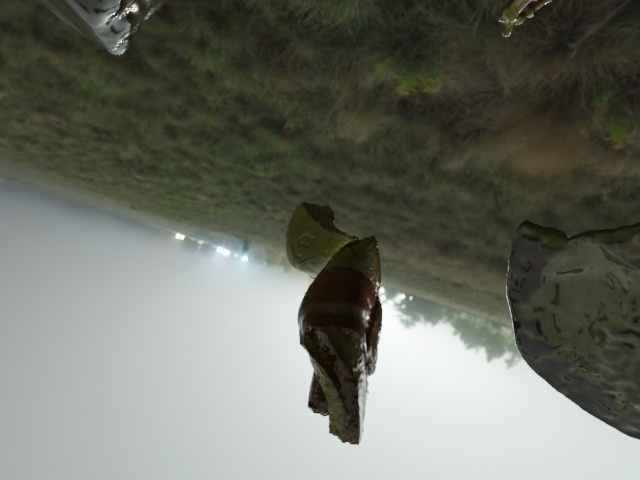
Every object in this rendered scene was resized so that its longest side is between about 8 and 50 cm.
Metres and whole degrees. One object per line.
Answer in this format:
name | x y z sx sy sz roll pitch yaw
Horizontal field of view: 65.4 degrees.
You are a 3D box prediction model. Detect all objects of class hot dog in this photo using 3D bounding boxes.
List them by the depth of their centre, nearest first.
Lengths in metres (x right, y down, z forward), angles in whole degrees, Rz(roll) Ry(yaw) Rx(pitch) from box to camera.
hot dog | 0.020 0.102 0.593 0.093 0.261 0.123 -7 131 22

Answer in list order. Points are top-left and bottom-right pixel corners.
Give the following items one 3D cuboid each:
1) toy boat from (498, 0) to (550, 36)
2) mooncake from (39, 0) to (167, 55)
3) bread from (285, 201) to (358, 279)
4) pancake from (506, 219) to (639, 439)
toy boat | 0.379 -0.341 0.609 0.318 0.099 0.141 -1 -167 39
mooncake | -0.213 -0.274 0.401 0.228 0.124 0.228 41 170 9
bread | -0.007 0.007 0.922 0.086 0.125 0.156 24 -162 -41
pancake | 0.226 0.044 0.294 0.235 0.029 0.212 -29 98 43
